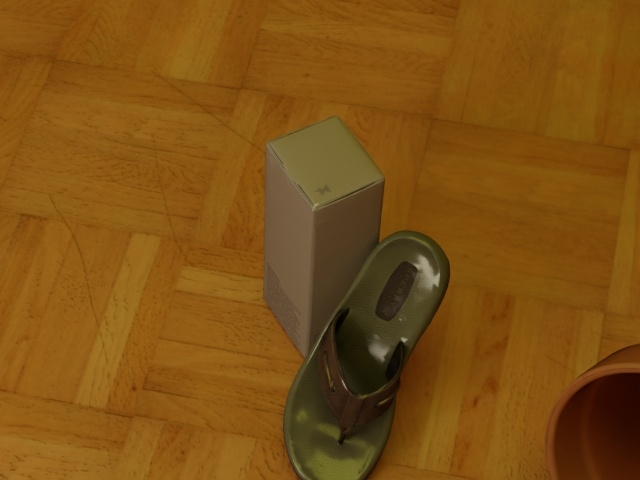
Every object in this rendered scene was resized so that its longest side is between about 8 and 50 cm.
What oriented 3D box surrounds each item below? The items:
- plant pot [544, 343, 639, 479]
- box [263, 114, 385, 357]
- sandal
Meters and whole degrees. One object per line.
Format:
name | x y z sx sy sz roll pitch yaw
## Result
plant pot | 0.405 0.209 1.854 0.291 0.291 0.203 33 43 23
box | 0.000 0.000 1.996 0.094 0.275 0.113 -23 57 -20
sandal | 0.042 0.130 1.937 0.120 0.086 0.303 22 97 4
